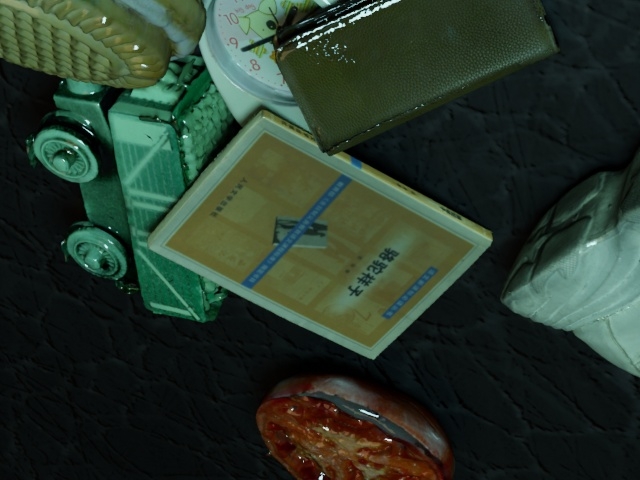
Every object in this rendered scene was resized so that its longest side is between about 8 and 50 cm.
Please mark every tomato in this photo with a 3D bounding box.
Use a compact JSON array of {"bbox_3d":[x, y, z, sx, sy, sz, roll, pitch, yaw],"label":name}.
[{"bbox_3d":[0.036,0.170,1.725,0.174,0.082,0.166,44,138,-22],"label":"tomato"}]

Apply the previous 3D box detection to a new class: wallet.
[{"bbox_3d":[0.071,-0.146,1.395,0.198,0.031,0.110,-23,120,8],"label":"wallet"}]

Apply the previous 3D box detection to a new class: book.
[{"bbox_3d":[0.000,0.001,1.550,0.242,0.018,0.170,27,124,-26],"label":"book"}]

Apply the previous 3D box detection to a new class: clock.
[{"bbox_3d":[-0.025,-0.170,1.458,0.151,0.062,0.191,-9,124,33],"label":"clock"}]

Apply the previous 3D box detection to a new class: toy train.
[{"bbox_3d":[-0.153,-0.047,1.596,0.154,0.115,0.269,12,133,19],"label":"toy train"}]

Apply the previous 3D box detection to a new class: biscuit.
[{"bbox_3d":[-0.214,-0.185,1.401,0.259,0.079,0.259,18,171,3],"label":"biscuit"}]

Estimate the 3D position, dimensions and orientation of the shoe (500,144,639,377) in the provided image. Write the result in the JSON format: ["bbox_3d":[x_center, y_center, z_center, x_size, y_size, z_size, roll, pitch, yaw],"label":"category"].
[{"bbox_3d":[0.314,0.008,1.415,0.210,0.132,0.342,35,140,-13],"label":"shoe"}]
